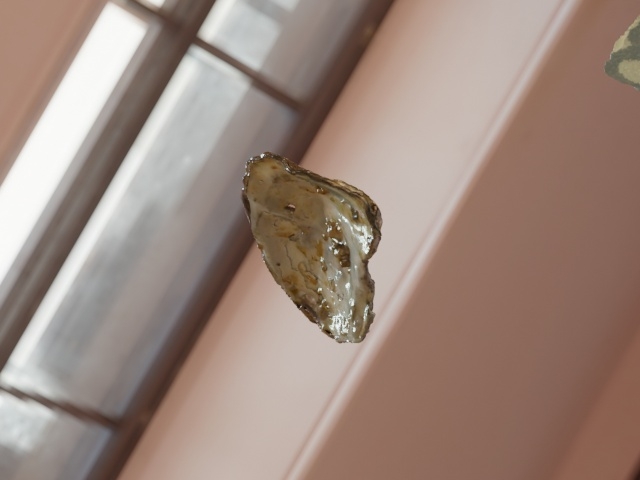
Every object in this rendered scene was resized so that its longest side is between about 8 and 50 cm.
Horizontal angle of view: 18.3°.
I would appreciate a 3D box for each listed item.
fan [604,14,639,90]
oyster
[{"bbox_3d":[0.300,-0.110,1.240,0.240,0.131,0.009,10,173,10],"label":"fan"},{"bbox_3d":[0.000,0.003,0.623,0.054,0.019,0.083,34,147,27],"label":"oyster"}]
